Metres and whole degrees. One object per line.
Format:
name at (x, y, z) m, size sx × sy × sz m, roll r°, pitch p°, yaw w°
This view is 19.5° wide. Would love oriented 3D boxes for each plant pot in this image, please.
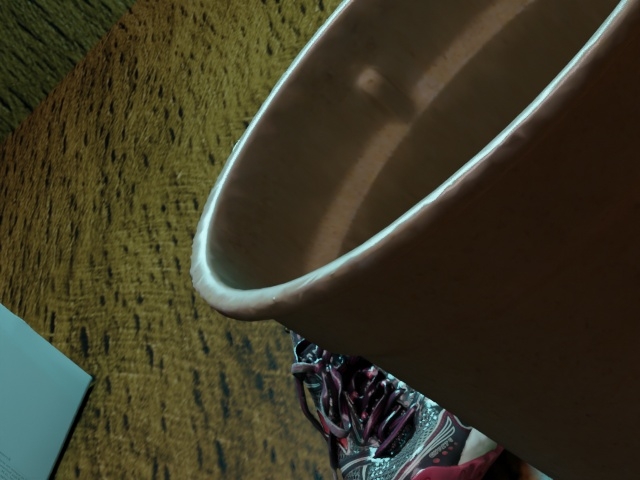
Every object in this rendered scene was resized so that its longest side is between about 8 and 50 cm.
plant pot at (0.160, -0.002, 0.904) m, size 0.334 × 0.305 × 0.334 m, roll -41°, pitch 19°, yaw 18°

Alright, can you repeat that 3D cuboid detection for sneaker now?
sneaker at (0.035, 0.111, 1.258) m, size 0.121 × 0.112 × 0.299 m, roll -46°, pitch 20°, yaw 5°

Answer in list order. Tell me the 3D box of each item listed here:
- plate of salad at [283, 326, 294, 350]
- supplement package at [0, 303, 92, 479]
plate of salad at (0.000, 0.000, 1.551) m, size 0.200 × 0.048 × 0.200 m, roll -162°, pitch 90°, yaw -83°
supplement package at (-0.396, 0.208, 1.867) m, size 0.198 × 0.199 × 0.263 m, roll -35°, pitch 23°, yaw 34°
